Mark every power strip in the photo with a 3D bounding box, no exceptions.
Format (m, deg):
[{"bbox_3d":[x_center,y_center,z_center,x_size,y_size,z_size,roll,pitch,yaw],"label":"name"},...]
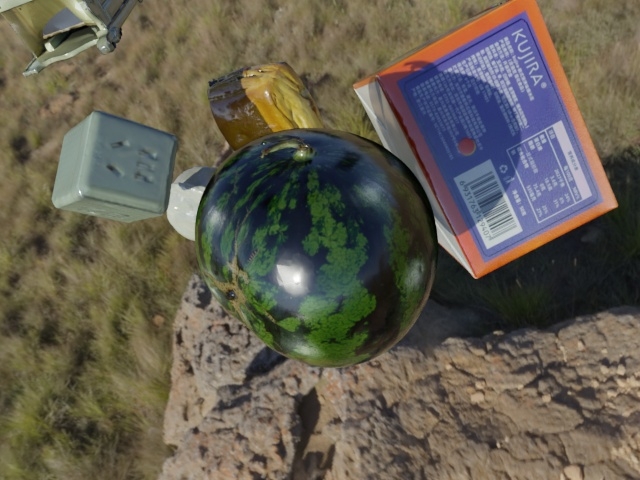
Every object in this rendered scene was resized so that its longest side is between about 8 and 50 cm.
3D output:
[{"bbox_3d":[-0.355,-0.110,0.882,0.224,0.140,0.138,-5,77,51],"label":"power strip"}]

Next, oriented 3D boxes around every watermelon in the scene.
[{"bbox_3d":[0.000,0.004,0.573,0.269,0.269,0.268,-12,52,16],"label":"watermelon"}]

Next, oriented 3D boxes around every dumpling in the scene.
[{"bbox_3d":[-0.219,-0.087,1.179,0.227,0.175,0.243,-4,24,6],"label":"dumpling"}]

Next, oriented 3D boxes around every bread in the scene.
[{"bbox_3d":[-0.109,-0.239,1.074,0.211,0.235,0.099,-2,51,28],"label":"bread"}]

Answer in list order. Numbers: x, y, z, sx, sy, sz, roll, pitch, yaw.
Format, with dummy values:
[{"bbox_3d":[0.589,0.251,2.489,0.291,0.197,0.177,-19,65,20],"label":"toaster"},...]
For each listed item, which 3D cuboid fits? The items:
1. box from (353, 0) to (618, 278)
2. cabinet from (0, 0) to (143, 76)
[{"bbox_3d":[0.257,-0.177,0.891,0.257,0.348,0.318,-28,12,6],"label":"box"},{"bbox_3d":[-0.529,-0.545,1.048,0.228,0.289,0.317,-11,45,15],"label":"cabinet"}]
